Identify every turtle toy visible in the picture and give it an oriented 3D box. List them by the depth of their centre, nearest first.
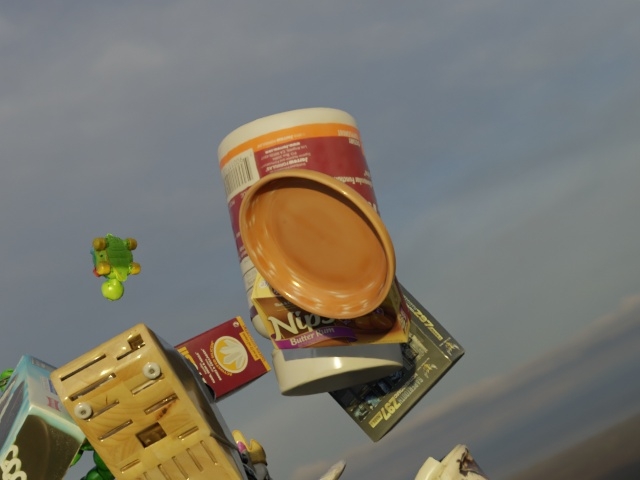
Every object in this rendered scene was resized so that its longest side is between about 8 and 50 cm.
[{"bbox_3d":[-0.400,0.050,2.427,0.095,0.130,0.066,2,-18,-42],"label":"turtle toy"}]

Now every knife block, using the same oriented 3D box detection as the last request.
[{"bbox_3d":[-0.147,0.151,1.146,0.088,0.276,0.242,-30,29,-3],"label":"knife block"}]

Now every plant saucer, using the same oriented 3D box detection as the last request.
[{"bbox_3d":[0.000,0.000,1.451,0.200,0.200,0.037,-39,7,46],"label":"plant saucer"}]

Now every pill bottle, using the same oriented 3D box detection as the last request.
[{"bbox_3d":[-0.010,0.020,1.891,0.224,0.392,0.224,-12,-13,-3],"label":"pill bottle"}]

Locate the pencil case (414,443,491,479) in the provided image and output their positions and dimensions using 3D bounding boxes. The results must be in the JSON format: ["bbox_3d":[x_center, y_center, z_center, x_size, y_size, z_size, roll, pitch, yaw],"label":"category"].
[{"bbox_3d":[0.285,0.481,1.820,0.160,0.410,0.183,-41,-13,-20],"label":"pencil case"}]

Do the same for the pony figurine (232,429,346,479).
[{"bbox_3d":[-0.063,0.476,1.989,0.302,0.363,0.351,-22,-10,-6],"label":"pony figurine"}]

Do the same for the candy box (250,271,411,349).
[{"bbox_3d":[0.014,0.086,1.647,0.186,0.053,0.109,-5,-45,18],"label":"candy box"}]

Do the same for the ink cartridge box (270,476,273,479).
[{"bbox_3d":[-0.063,0.503,2.264,0.097,0.255,0.189,-47,-8,36],"label":"ink cartridge box"}]

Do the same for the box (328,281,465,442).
[{"bbox_3d":[0.104,0.198,2.106,0.059,0.183,0.233,-26,-22,-53],"label":"box"}]

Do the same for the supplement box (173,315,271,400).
[{"bbox_3d":[-0.184,0.205,1.980,0.188,0.104,0.081,-24,-11,-46],"label":"supplement box"}]

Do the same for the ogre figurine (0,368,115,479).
[{"bbox_3d":[-0.308,0.233,1.553,0.118,0.197,0.097,-27,-13,28],"label":"ogre figurine"}]

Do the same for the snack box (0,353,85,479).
[{"bbox_3d":[-0.311,0.271,1.117,0.322,0.060,0.187,-62,17,0],"label":"snack box"}]
